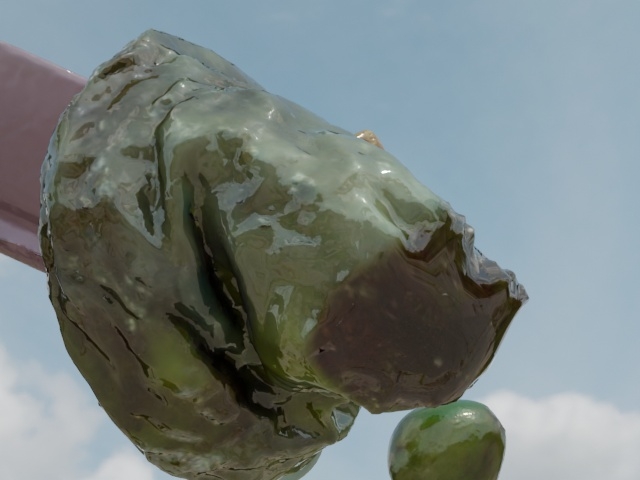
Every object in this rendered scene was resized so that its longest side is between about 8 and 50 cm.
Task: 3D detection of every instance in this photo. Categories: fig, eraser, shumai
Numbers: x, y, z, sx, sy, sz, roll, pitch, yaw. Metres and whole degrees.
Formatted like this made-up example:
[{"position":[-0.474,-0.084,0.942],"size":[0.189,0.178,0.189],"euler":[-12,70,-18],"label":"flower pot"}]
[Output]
[{"position":[0.193,0.326,1.994],"size":[0.191,0.181,0.181],"euler":[-44,-36,6],"label":"fig"},{"position":[-0.444,-0.131,1.846],"size":[0.359,0.272,0.122],"euler":[22,-6,13],"label":"eraser"},{"position":[0.000,0.000,0.861],"size":[0.264,0.304,0.309],"euler":[-6,-32,35],"label":"shumai"}]

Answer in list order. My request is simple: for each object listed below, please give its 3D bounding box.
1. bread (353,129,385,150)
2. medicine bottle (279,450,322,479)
[{"position":[0.021,-0.074,2.009],"size":[0.158,0.143,0.149],"euler":[-24,-2,-30],"label":"bread"},{"position":[-0.090,0.211,1.722],"size":[0.139,0.225,0.139],"euler":[-8,-65,-18],"label":"medicine bottle"}]
